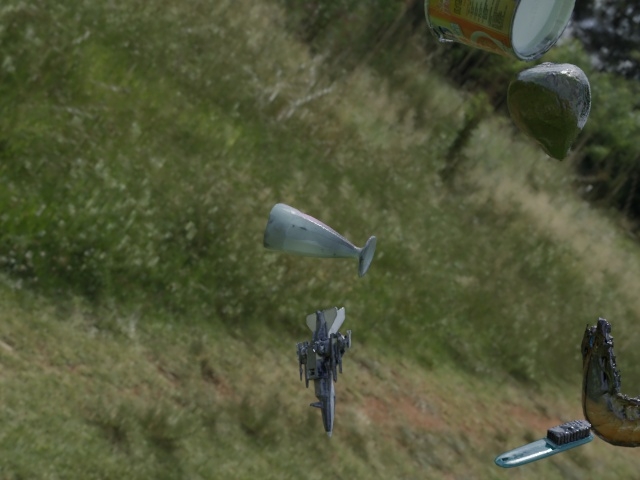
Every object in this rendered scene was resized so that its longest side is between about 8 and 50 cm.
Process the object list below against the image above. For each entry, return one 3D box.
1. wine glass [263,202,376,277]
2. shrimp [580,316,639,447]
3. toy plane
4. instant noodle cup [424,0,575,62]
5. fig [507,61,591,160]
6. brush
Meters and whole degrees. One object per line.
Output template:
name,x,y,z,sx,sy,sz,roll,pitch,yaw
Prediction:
wine glass,0.000,0.000,1.403,0.155,0.073,0.073,17,6,13
shrimp,0.649,0.298,1.999,0.054,0.222,0.290,-25,106,-56
toy plane,0.000,0.218,1.661,0.082,0.234,0.160,21,-26,-32
instant noodle cup,0.392,-0.523,2.020,0.214,0.296,0.296,34,7,35
fig,0.342,-0.188,1.432,0.123,0.156,0.123,-6,24,3
brush,0.352,0.315,1.497,0.193,0.032,0.043,-9,21,-29
